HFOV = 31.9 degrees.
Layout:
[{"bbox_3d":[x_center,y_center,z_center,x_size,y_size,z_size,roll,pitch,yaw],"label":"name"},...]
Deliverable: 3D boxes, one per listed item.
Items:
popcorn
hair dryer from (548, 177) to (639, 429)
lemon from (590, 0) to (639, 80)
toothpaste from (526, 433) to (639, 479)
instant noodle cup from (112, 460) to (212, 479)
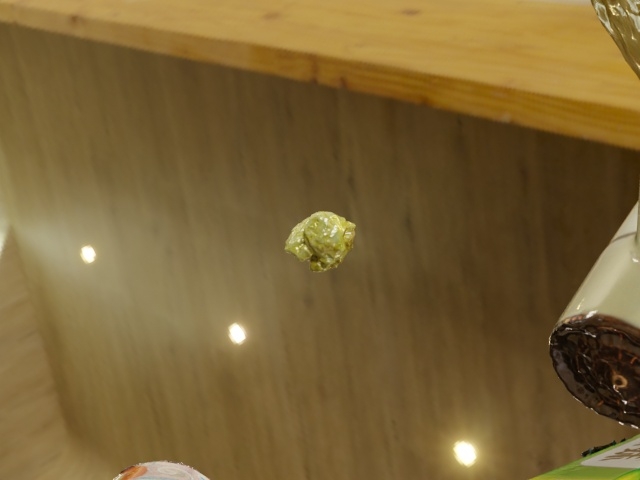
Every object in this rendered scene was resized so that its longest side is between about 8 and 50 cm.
[{"bbox_3d":[0.000,-0.003,1.265,0.083,0.059,0.068,-6,-59,21],"label":"popcorn"},{"bbox_3d":[0.265,-0.040,0.819,0.128,0.203,0.362,22,-37,30],"label":"hair dryer"},{"bbox_3d":[0.271,-0.161,0.440,0.349,0.387,0.350,3,-79,16],"label":"lemon"},{"bbox_3d":[0.079,0.093,0.344,0.037,0.178,0.043,-12,-95,41],"label":"toothpaste"},{"bbox_3d":[-0.203,0.382,1.264,0.243,0.243,0.231,62,14,-6],"label":"instant noodle cup"}]
